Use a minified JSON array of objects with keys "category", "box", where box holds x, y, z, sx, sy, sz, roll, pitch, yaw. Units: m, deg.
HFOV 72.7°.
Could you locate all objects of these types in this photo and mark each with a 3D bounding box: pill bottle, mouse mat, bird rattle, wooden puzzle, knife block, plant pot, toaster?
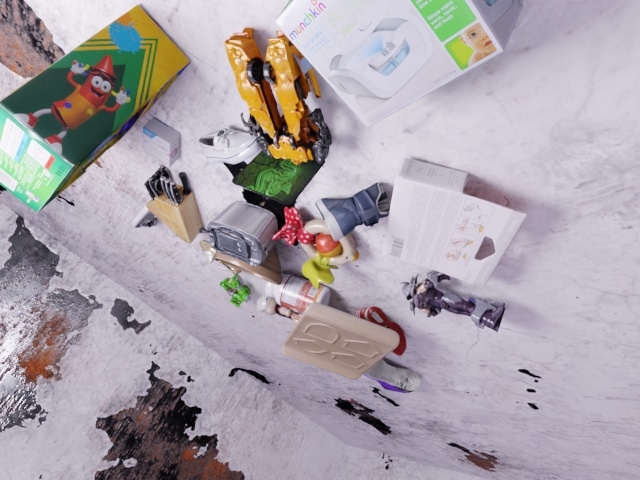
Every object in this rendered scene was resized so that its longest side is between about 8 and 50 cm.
[{"category":"pill bottle","box":[-0.083,0.191,1.551,0.216,0.121,0.121,19,147,19]},{"category":"mouse mat","box":[-0.091,-0.159,0.987,0.152,0.190,0.007,21,139,13]},{"category":"bird rattle","box":[0.000,0.000,1.252,0.206,0.143,0.254,-12,117,33]},{"category":"wooden puzzle","box":[0.059,0.340,1.496,0.322,0.081,0.348,21,138,-7]},{"category":"knife block","box":[-0.469,-0.120,1.457,0.242,0.088,0.276,-9,131,47]},{"category":"plant pot","box":[-0.223,0.056,1.453,0.237,0.110,0.237,21,169,4]},{"category":"toaster","box":[-0.236,-0.028,1.323,0.226,0.146,0.129,18,135,18]}]

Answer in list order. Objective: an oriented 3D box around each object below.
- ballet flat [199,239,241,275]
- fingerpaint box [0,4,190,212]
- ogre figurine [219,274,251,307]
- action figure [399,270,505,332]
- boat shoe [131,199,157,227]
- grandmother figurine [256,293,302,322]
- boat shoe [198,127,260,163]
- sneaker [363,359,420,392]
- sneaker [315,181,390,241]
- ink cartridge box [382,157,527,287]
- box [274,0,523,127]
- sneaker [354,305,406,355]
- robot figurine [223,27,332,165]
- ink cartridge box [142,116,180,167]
[{"category":"ballet flat","box":[-0.395,0.071,1.691,0.206,0.067,0.073,28,149,5]},{"category":"fingerpaint box","box":[-0.554,-0.283,1.019,0.444,0.371,0.163,-14,128,48]},{"category":"ogre figurine","box":[-0.362,0.214,1.847,0.197,0.097,0.118,-25,108,41]},{"category":"action figure","box":[0.347,0.165,1.186,0.284,0.099,0.185,18,154,27]},{"category":"boat shoe","box":[-0.671,-0.087,1.696,0.076,0.080,0.228,42,140,-17]},{"category":"grandmother figurine","box":[-0.096,0.277,1.660,0.342,0.104,0.208,13,167,24]},{"category":"boat shoe","box":[-0.237,-0.241,1.092,0.226,0.083,0.076,-2,138,43]},{"category":"sneaker","box":[0.259,0.564,1.820,0.293,0.102,0.146,24,149,9]},{"category":"sneaker","box":[0.079,-0.082,1.060,0.086,0.163,0.226,60,180,-22]},{"category":"ink cartridge box","box":[0.283,-0.029,0.978,0.261,0.066,0.296,18,147,13]},{"category":"box","box":[0.106,-0.333,0.635,0.231,0.127,0.262,42,148,-23]},{"category":"sneaker","box":[0.206,0.316,1.547,0.221,0.087,0.128,54,152,-14]},{"category":"robot figurine","box":[-0.076,-0.282,0.899,0.211,0.085,0.291,13,144,27]},{"category":"ink cartridge box","box":[-0.458,-0.280,1.253,0.088,0.052,0.122,32,148,-3]}]
